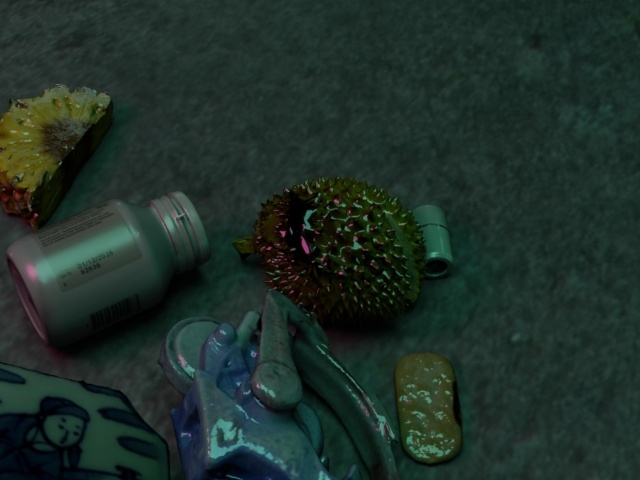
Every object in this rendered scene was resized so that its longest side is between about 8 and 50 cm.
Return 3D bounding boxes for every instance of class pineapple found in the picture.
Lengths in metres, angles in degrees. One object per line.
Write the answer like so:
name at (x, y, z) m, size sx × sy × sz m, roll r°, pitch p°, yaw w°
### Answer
pineapple at (-0.368, -0.118, 1.789) m, size 0.135 × 0.079 × 0.233 m, roll 19°, pitch 47°, yaw 6°

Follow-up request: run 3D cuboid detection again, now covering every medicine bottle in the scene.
medicine bottle at (-0.242, 0.025, 1.625) m, size 0.215 × 0.135 × 0.135 m, roll -24°, pitch 54°, yaw -18°

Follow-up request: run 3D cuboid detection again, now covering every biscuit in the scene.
biscuit at (0.120, 0.184, 1.561) m, size 0.071 × 0.018 × 0.147 m, roll -4°, pitch 52°, yaw 1°

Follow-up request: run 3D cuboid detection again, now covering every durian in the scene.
durian at (0.000, 0.000, 1.619) m, size 0.237 × 0.138 × 0.193 m, roll 0°, pitch 72°, yaw 16°

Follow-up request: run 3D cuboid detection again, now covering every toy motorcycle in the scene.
toy motorcycle at (-0.036, 0.196, 1.448) m, size 0.241 × 0.182 × 0.319 m, roll -9°, pitch 49°, yaw -7°

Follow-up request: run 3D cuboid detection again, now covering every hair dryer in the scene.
hair dryer at (0.089, 0.007, 1.695) m, size 0.137 × 0.047 × 0.082 m, roll -7°, pitch 51°, yaw 3°

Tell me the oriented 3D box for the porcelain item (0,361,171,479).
porcelain item at (-0.284, 0.266, 1.340) m, size 0.281 × 0.157 × 0.286 m, roll 20°, pitch 43°, yaw -29°
